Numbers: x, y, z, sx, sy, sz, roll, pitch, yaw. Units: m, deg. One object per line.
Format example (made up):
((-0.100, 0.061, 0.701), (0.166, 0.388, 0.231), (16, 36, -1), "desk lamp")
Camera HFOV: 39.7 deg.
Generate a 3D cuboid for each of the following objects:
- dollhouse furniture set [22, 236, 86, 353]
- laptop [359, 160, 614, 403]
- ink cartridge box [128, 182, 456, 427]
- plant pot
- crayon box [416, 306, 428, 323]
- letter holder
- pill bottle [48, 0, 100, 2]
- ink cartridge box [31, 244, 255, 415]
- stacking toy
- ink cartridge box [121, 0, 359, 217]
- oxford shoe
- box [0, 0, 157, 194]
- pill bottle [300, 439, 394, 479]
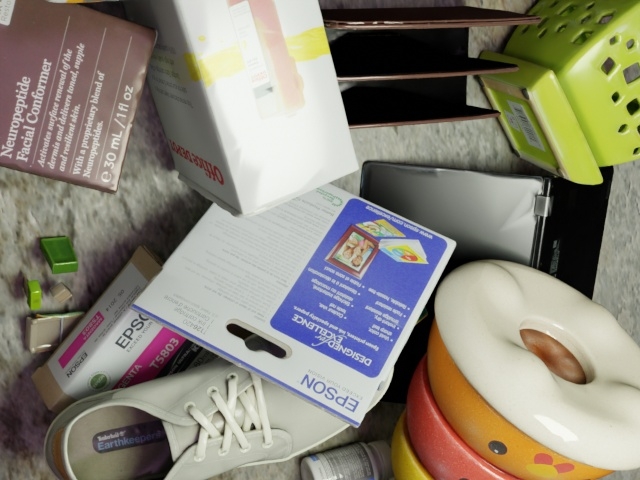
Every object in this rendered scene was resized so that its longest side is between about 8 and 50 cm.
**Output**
((-0.352, 0.074, 1.169), (0.076, 0.058, 0.151), (-7, 128, -29), "dollhouse furniture set")
((0.264, 0.060, 1.438), (0.408, 0.236, 0.382), (-14, 114, -50), "laptop")
((-0.027, 0.055, 1.106), (0.307, 0.303, 0.072), (-56, 168, -34), "ink cartridge box")
((0.375, -0.221, 1.291), (0.207, 0.227, 0.228), (-35, 117, -4), "plant pot")
((0.003, 0.146, 1.248), (0.278, 0.165, 0.081), (-37, 98, -5), "crayon box")
((0.116, -0.227, 1.174), (0.302, 0.214, 0.152), (-7, 108, -22), "letter holder")
((-0.112, -0.293, 0.769), (0.278, 0.162, 0.162), (-8, 108, -20), "pill bottle")
((-0.233, 0.157, 1.195), (0.234, 0.088, 0.193), (-51, 129, -2), "ink cartridge box")
((0.223, 0.298, 1.270), (0.350, 0.350, 0.480), (12, 125, -26), "stacking toy")
((-0.119, -0.253, 1.030), (0.160, 0.279, 0.384), (-22, 114, -18), "ink cartridge box")
((-0.115, 0.214, 1.086), (0.449, 0.130, 0.169), (-15, 91, -10), "oxford shoe")
((-0.384, -0.187, 0.931), (0.381, 0.143, 0.191), (13, 92, -24), "box")
((0.045, 0.363, 1.399), (0.137, 0.078, 0.078), (-11, 110, -20), "pill bottle")
